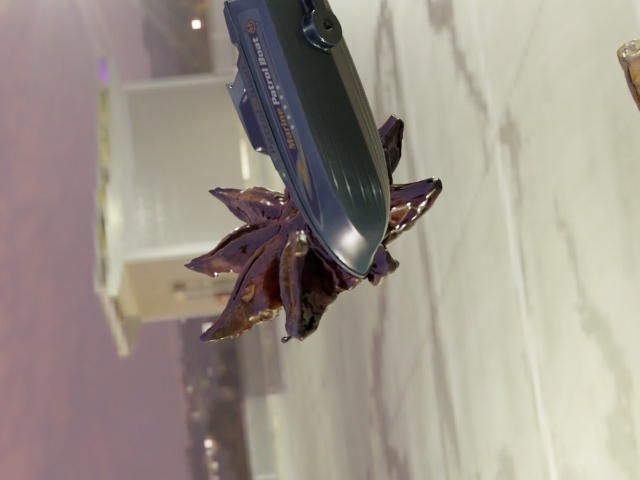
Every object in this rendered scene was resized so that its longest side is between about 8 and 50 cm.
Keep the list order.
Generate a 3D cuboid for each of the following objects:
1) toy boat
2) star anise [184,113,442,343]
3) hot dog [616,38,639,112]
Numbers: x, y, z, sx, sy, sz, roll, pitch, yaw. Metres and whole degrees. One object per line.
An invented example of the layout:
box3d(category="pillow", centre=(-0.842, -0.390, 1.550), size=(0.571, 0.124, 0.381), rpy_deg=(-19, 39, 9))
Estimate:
box3d(category="toy boat", centre=(-0.002, -0.050, 0.653), size=(0.055, 0.060, 0.141), rpy_deg=(-14, -97, -50))
box3d(category="star anise", centre=(0.000, 0.000, 1.238), size=(0.102, 0.272, 0.272), rpy_deg=(47, -159, -37))
box3d(category="hot dog", centre=(0.324, -0.085, 1.263), size=(0.215, 0.047, 0.066), rpy_deg=(65, -154, -21))
